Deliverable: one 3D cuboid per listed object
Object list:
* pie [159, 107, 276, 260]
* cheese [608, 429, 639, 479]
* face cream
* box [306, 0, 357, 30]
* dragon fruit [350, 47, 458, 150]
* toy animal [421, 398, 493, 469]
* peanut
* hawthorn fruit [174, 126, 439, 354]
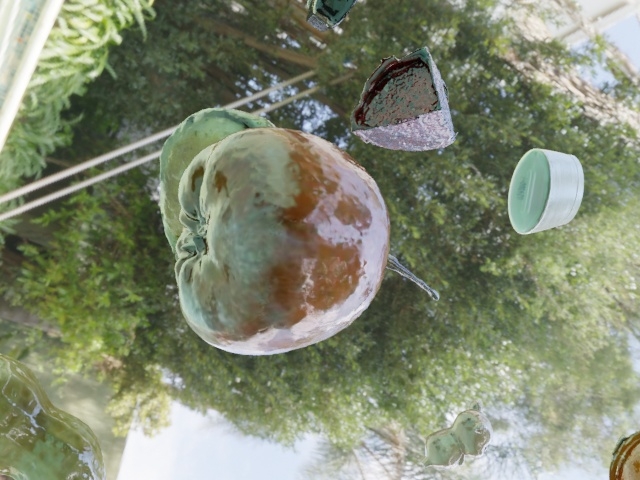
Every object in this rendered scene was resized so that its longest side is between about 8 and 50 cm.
[{"bbox_3d":[-0.143,-0.051,0.962,0.339,0.077,0.339,9,-74,32],"label":"pie"},{"bbox_3d":[0.583,0.440,1.017,0.129,0.217,0.329,-59,170,-73],"label":"cheese"},{"bbox_3d":[0.507,-0.109,1.302,0.081,0.348,0.173,13,-77,33],"label":"face cream"},{"bbox_3d":[0.068,-0.495,0.998,0.290,0.073,0.289,-58,-167,14],"label":"box"},{"bbox_3d":[0.130,-0.212,0.955,0.161,0.127,0.120,-14,-118,13],"label":"dragon fruit"},{"bbox_3d":[0.239,0.348,1.028,0.150,0.089,0.083,-39,-146,-1],"label":"toy animal"},{"bbox_3d":[-0.264,0.186,0.536,0.089,0.193,0.089,-38,-170,8],"label":"peanut"},{"bbox_3d":[-0.039,-0.009,0.625,0.231,0.263,0.235,15,-57,37],"label":"hawthorn fruit"}]
